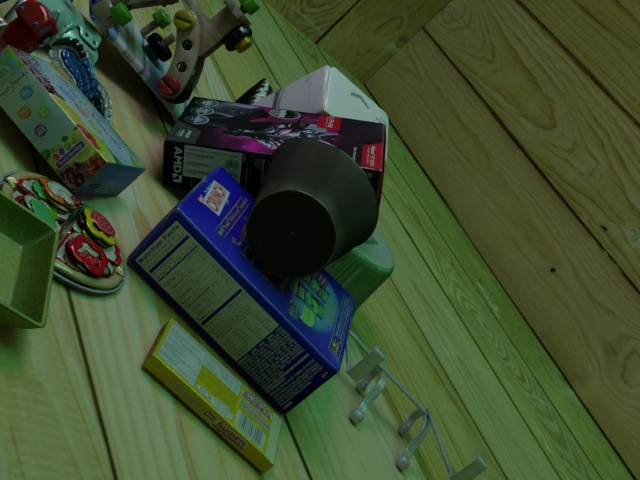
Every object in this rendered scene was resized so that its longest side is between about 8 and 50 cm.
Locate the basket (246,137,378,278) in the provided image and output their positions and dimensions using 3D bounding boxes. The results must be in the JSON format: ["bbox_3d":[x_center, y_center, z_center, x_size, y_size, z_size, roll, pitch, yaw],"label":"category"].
[{"bbox_3d":[-0.020,-0.041,1.307,0.204,0.154,0.227,45,20,-4],"label":"basket"}]

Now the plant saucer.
[{"bbox_3d":[-0.368,0.001,0.927,0.188,0.045,0.188,39,19,-29],"label":"plant saucer"}]

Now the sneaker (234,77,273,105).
[{"bbox_3d":[-0.127,-0.255,2.060,0.162,0.106,0.281,47,26,-22],"label":"sneaker"}]

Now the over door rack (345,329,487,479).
[{"bbox_3d":[0.095,0.252,1.377,0.239,0.108,0.324,46,-4,-8],"label":"over door rack"}]

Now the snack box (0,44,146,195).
[{"bbox_3d":[-0.355,-0.161,1.247,0.207,0.070,0.174,51,6,4],"label":"snack box"}]

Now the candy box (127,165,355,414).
[{"bbox_3d":[-0.104,0.061,1.328,0.317,0.122,0.268,47,17,-8],"label":"candy box"}]

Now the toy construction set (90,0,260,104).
[{"bbox_3d":[-0.253,-0.419,1.584,0.258,0.237,0.309,63,10,23],"label":"toy construction set"}]

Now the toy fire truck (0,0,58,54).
[{"bbox_3d":[-0.440,-0.262,1.181,0.047,0.192,0.135,49,-12,0],"label":"toy fire truck"}]

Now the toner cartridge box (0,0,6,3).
[{"bbox_3d":[-0.436,-0.527,1.380,0.075,0.348,0.165,36,-18,-34],"label":"toner cartridge box"}]

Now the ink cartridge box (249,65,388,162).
[{"bbox_3d":[-0.033,-0.205,1.799,0.207,0.283,0.117,34,48,-40],"label":"ink cartridge box"}]

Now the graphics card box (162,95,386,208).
[{"bbox_3d":[-0.071,-0.153,1.563,0.370,0.094,0.233,8,28,2],"label":"graphics card box"}]

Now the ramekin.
[{"bbox_3d":[0.000,0.000,1.682,0.303,0.148,0.303,43,17,-17],"label":"ramekin"}]

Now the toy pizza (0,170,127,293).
[{"bbox_3d":[-0.317,-0.017,1.122,0.201,0.032,0.201,43,17,-17],"label":"toy pizza"}]

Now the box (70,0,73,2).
[{"bbox_3d":[-0.497,-0.559,1.564,0.060,0.216,0.270,37,11,27],"label":"box"}]

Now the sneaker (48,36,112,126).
[{"bbox_3d":[-0.371,-0.229,1.420,0.083,0.071,0.191,87,-18,-66],"label":"sneaker"}]

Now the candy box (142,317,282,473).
[{"bbox_3d":[-0.131,0.194,1.123,0.206,0.027,0.105,45,14,-11],"label":"candy box"}]

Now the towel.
[{"bbox_3d":[-0.350,-0.358,1.724,0.285,0.034,0.209,51,12,-36],"label":"towel"}]

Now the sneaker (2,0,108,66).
[{"bbox_3d":[-0.431,-0.342,1.467,0.151,0.094,0.256,46,17,-17],"label":"sneaker"}]
